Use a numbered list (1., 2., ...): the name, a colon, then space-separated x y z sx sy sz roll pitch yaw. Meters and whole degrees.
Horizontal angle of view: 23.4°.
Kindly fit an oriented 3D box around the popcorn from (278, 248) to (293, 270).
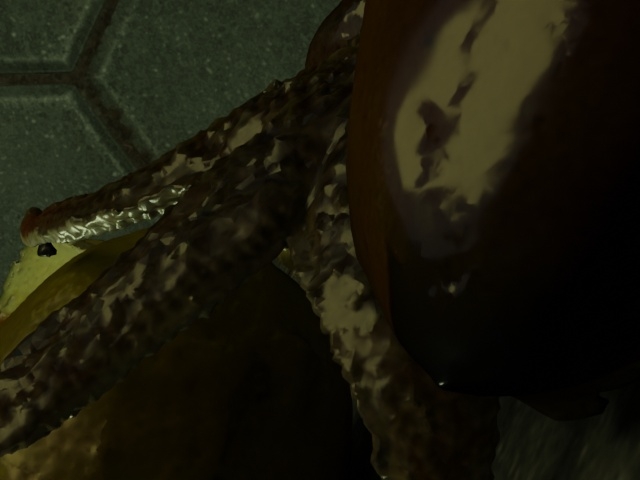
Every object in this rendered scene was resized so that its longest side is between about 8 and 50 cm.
1. popcorn: 0.022 -0.046 1.075 0.148 0.152 0.167 -37 -26 -16

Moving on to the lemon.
1. lemon: -0.095 0.124 0.907 0.233 0.233 0.288 129 157 -62

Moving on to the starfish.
1. starfish: -0.005 -0.006 0.721 0.383 0.132 0.398 -23 40 18

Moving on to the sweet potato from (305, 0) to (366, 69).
1. sweet potato: 0.102 -0.182 1.120 0.385 0.109 0.109 -34 29 53

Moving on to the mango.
1. mango: 0.101 -0.080 0.504 0.201 0.152 0.287 3 74 51

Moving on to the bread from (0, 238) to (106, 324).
1. bread: -0.262 0.157 1.713 0.242 0.405 0.346 -53 -20 -67
